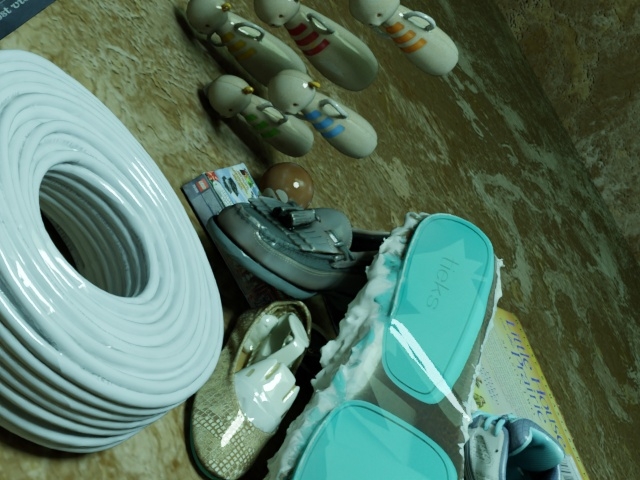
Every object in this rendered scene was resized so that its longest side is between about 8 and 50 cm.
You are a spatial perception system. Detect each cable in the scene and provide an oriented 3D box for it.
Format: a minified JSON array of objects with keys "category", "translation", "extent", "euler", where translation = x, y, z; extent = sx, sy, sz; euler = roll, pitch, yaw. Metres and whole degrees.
[{"category":"cable","translation":[-0.164,0.003,0.757],"extent":[0.257,0.089,0.257],"euler":[9,54,-63]}]

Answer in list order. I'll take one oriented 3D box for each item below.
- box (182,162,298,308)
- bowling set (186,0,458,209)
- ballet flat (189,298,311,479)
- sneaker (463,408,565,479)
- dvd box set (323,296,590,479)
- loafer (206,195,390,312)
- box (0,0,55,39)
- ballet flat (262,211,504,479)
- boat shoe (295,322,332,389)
[{"category":"box","translation":[-0.062,-0.001,1.072],"extent":[0.137,0.027,0.094],"euler":[60,20,2]},{"category":"bowling set","translation":[-0.027,-0.138,1.138],"extent":[0.154,0.287,0.200],"euler":[33,67,-37]},{"category":"ballet flat","translation":[-0.047,0.102,0.920],"extent":[0.073,0.067,0.206],"euler":[50,23,-18]},{"category":"sneaker","translation":[0.143,0.182,0.983],"extent":[0.110,0.122,0.283],"euler":[16,28,-31]},{"category":"dvd box set","translation":[0.167,0.188,1.292],"extent":[0.420,0.062,0.308],"euler":[22,42,-57]},{"category":"loafer","translation":[0.000,0.000,1.029],"extent":[0.096,0.084,0.267],"euler":[46,10,28]},{"category":"box","translation":[-0.227,-0.277,0.633],"extent":[0.312,0.343,0.179],"euler":[25,41,-55]},{"category":"ballet flat","translation":[0.044,0.150,0.932],"extent":[0.147,0.147,0.409],"euler":[50,45,-23]},{"category":"boat shoe","translation":[0.014,0.122,1.060],"extent":[0.133,0.049,0.042],"euler":[42,33,-34]}]
